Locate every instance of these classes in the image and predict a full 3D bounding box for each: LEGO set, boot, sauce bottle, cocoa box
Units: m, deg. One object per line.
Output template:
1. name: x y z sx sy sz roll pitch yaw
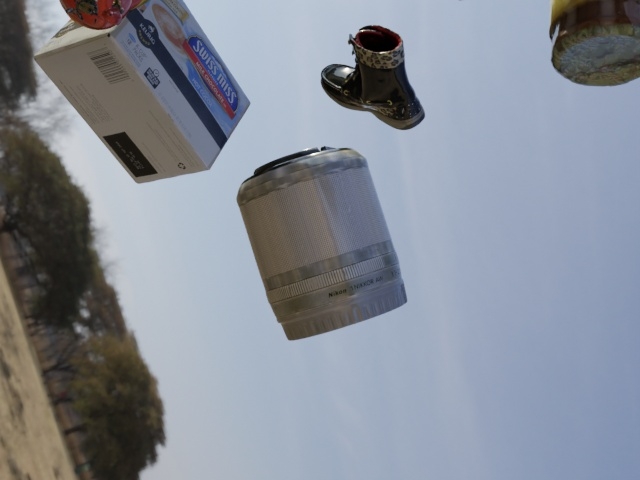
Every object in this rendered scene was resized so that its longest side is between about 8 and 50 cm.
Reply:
1. LEGO set: -0.317 -0.332 1.115 0.054 0.083 0.023 102 -7 -54
2. boot: 0.076 -0.307 1.394 0.236 0.085 0.178 34 -20 35
3. sauce bottle: 0.291 -0.331 0.812 0.111 0.111 0.344 132 -35 -67
4. cocoa box: -0.353 -0.327 1.638 0.232 0.228 0.347 -5 -46 35

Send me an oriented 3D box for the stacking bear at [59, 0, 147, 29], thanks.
1. stacking bear: -0.329 -0.432 1.262 0.175 0.164 0.289 45 31 -27

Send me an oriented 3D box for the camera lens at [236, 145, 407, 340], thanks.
1. camera lens: 0.000 0.000 1.269 0.219 0.219 0.274 157 -84 -70
